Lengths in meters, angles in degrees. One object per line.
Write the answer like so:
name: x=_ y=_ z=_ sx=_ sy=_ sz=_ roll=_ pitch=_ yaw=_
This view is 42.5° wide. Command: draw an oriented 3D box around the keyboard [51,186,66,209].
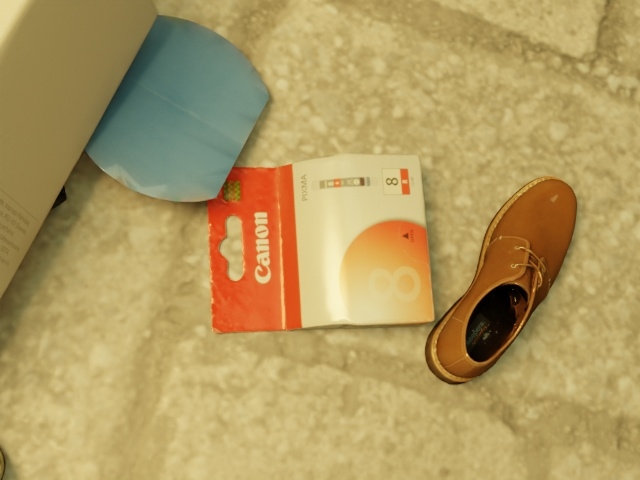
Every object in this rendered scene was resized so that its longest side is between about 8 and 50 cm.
keyboard: x=-0.238 y=-0.108 z=0.654 sx=0.100 sy=0.038 sz=0.192 roll=-16 pitch=81 yaw=5

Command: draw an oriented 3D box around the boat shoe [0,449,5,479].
boat shoe: x=-0.311 y=0.131 z=0.556 sx=0.190 sy=0.072 sz=0.068 roll=16 pitch=75 yaw=-9

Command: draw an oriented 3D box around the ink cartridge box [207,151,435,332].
ink cartridge box: x=0.000 y=0.000 z=0.676 sx=0.179 sy=0.045 sz=0.145 roll=0 pitch=78 yaw=-16

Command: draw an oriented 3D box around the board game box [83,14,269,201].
board game box: x=-0.125 y=-0.104 z=0.671 sx=0.133 sy=0.033 sz=0.168 roll=29 pitch=60 yaw=-11

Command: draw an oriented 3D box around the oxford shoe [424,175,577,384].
oxford shoe: x=0.169 y=0.028 z=0.694 sx=0.076 sy=0.076 sz=0.212 roll=34 pitch=71 yaw=-3

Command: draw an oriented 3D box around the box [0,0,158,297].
box: x=-0.289 y=-0.089 z=0.531 sx=0.215 sy=0.168 sz=0.345 roll=24 pitch=76 yaw=7
